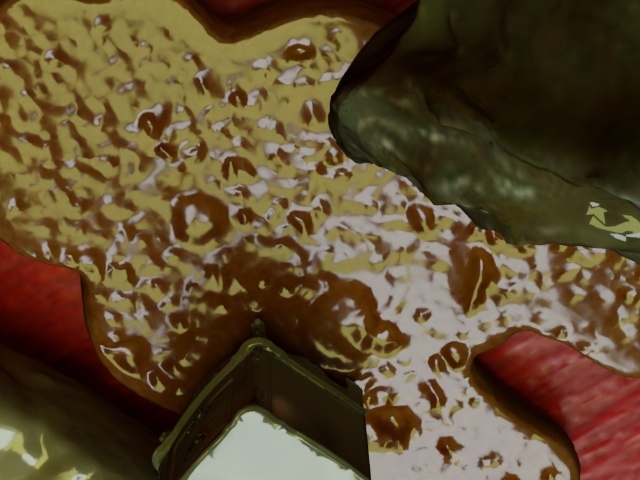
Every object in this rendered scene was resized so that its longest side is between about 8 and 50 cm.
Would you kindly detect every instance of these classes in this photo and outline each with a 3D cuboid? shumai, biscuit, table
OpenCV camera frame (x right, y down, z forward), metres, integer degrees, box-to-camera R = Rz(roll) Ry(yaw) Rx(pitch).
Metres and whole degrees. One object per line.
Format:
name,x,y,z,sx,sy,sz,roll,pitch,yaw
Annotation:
shumai,0.155,-0.143,0.403,0.304,0.309,0.263,10,110,26
biscuit,0.000,0.000,0.584,0.333,0.047,0.202,28,108,-11
table,-0.026,0.088,0.548,0.062,0.083,0.079,35,108,-14

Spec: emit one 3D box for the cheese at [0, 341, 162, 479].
cheese,-0.186,0.102,0.604,0.263,0.093,0.159,34,105,-9
